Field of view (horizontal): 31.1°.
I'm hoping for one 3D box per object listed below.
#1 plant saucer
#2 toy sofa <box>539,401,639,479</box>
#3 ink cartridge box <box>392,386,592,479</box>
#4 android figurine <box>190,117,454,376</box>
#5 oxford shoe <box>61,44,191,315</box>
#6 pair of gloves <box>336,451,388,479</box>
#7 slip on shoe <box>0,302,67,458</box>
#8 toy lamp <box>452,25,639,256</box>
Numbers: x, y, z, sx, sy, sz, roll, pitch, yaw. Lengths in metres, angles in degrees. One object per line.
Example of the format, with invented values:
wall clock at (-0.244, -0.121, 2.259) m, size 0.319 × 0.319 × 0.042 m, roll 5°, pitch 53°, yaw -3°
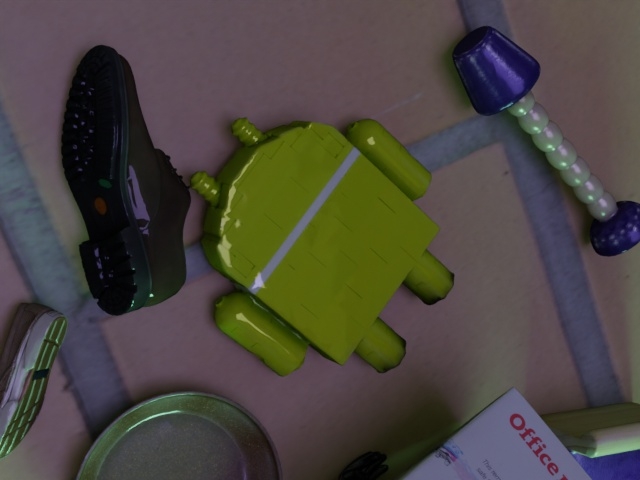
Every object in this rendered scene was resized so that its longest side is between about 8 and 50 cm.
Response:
plant saucer at (-0.132, 0.232, 1.048) m, size 0.198 × 0.036 × 0.198 m, roll -2°, pitch 95°, yaw -23°
toy sofa at (0.322, 0.359, 1.188) m, size 0.150 × 0.177 × 0.362 m, roll -4°, pitch 97°, yaw -24°
ink cartridge box at (0.126, 0.283, 1.056) m, size 0.232 × 0.168 × 0.171 m, roll -33°, pitch 78°, yaw -22°
android figurine at (0.000, 0.000, 1.075) m, size 0.273 × 0.056 × 0.248 m, roll 39°, pitch 80°, yaw -24°
oxford shoe at (-0.164, -0.055, 0.996) m, size 0.096 × 0.083 × 0.227 m, roll -13°, pitch 98°, yaw -47°
pair of gloves at (0.048, 0.255, 1.144) m, size 0.074 × 0.010 × 0.083 m, roll -35°, pitch 106°, yaw -22°
slip on shoe at (-0.260, 0.118, 0.980) m, size 0.041 × 0.051 × 0.135 m, roll 22°, pitch 95°, yaw 15°
toy lamp at (0.231, -0.099, 1.159) m, size 0.080 × 0.080 × 0.275 m, roll -47°, pitch 111°, yaw -13°
